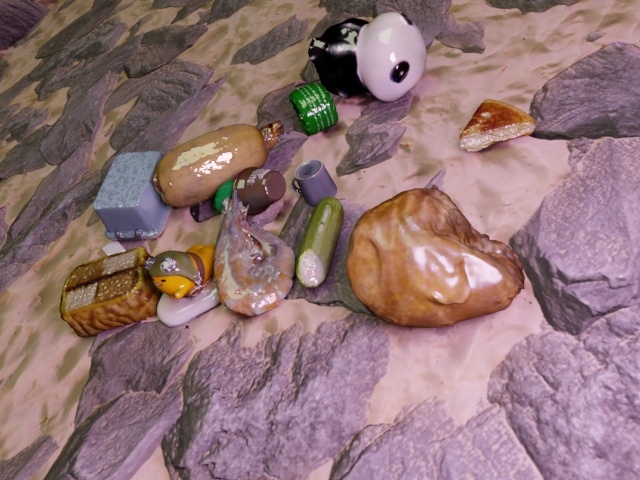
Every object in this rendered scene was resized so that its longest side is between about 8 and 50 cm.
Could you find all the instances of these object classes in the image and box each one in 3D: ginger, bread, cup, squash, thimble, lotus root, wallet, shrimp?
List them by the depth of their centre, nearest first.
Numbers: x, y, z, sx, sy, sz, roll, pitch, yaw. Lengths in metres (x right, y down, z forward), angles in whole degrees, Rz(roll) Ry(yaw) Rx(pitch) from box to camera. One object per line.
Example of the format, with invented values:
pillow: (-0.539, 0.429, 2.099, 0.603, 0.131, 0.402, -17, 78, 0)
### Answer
ginger: (0.166, 0.049, 1.119, 0.269, 0.200, 0.223, 46, 114, 13)
squash: (0.000, 0.000, 1.366, 0.069, 0.069, 0.239, -7, 43, 25)
shrimp: (-0.139, 0.013, 1.400, 0.164, 0.062, 0.317, -5, 55, -8)
bread: (0.359, -0.249, 1.432, 0.154, 0.054, 0.136, -12, 43, 11)
bread: (-0.453, 0.107, 1.502, 0.222, 0.096, 0.182, -16, 43, 14)
cup: (-0.023, -0.128, 1.510, 0.100, 0.077, 0.078, -2, 46, 29)
lotus root: (-0.236, -0.190, 1.643, 0.342, 0.152, 0.169, -24, 12, -10)
wallet: (-0.506, 0.024, 1.684, 0.044, 0.011, 0.083, -40, 41, -13)
thimble: (-0.018, -0.325, 1.690, 0.090, 0.118, 0.130, -28, 61, -3)

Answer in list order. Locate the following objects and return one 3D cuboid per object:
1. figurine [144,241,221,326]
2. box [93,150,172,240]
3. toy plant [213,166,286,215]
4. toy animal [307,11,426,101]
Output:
figurine: (-0.269, 0.043, 1.424, 0.166, 0.141, 0.250, 9, 52, 39)
box: (-0.451, -0.113, 1.705, 0.162, 0.130, 0.227, -1, 51, 18)
toy plant: (-0.165, -0.111, 1.562, 0.200, 0.105, 0.143, -7, 32, 42)
toy animal: (0.134, -0.444, 1.669, 0.266, 0.213, 0.213, 8, 52, 31)
